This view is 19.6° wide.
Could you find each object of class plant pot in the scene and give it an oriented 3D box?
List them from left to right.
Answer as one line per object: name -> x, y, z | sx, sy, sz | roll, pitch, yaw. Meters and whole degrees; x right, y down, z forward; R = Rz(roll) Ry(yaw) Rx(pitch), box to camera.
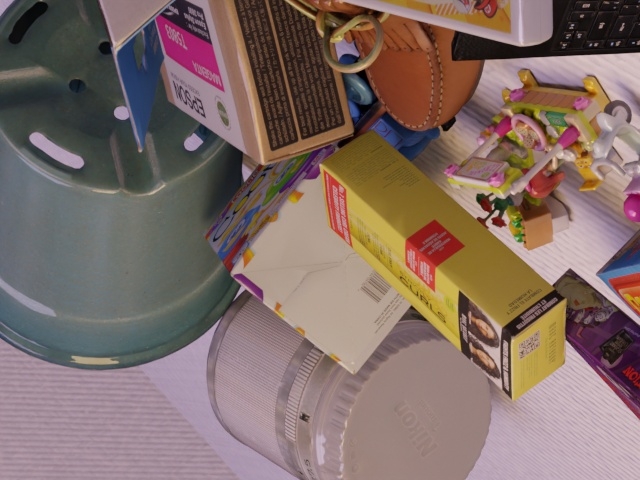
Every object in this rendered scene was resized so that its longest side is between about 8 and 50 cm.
plant pot -> -0.218, -0.088, 1.889 | 0.341, 0.341, 0.334 | 43, 155, 12

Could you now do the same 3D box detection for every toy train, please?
toy train -> 0.055, -0.116, 1.541 | 0.105, 0.080, 0.184 | 38, 163, -4

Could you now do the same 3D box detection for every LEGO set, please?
LEGO set -> 0.153, -0.042, 1.408 | 0.132, 0.107, 0.287 | 47, 164, -3

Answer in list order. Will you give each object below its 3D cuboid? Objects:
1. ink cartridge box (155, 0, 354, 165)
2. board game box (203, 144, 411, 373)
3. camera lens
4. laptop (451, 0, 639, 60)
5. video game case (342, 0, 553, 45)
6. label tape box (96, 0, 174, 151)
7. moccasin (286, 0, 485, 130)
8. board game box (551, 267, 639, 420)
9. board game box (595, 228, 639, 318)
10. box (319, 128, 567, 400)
ink cartridge box -> -0.074, -0.186, 1.517 | 0.235, 0.088, 0.193 | 34, 142, 60
board game box -> 0.000, 0.000, 1.679 | 0.142, 0.144, 0.275 | 39, 180, -10
camera lens -> 0.024, 0.158, 2.005 | 0.274, 0.219, 0.219 | 24, 153, 51
laptop -> 0.221, -0.104, 1.033 | 0.234, 0.264, 0.136 | 100, 166, -69
video game case -> 0.039, -0.222, 0.980 | 0.227, 0.026, 0.206 | 23, 123, 50
label tape box -> -0.111, -0.258, 1.218 | 0.240, 0.106, 0.333 | -92, -13, -69
moccasin -> 0.024, -0.203, 1.273 | 0.139, 0.147, 0.380 | 37, 161, 29
board game box -> 0.319, 0.176, 1.452 | 0.347, 0.056, 0.208 | 45, -175, -34
board game box -> 0.331, 0.093, 1.197 | 0.302, 0.086, 0.308 | 45, 179, 3
box -> 0.093, 0.016, 1.438 | 0.232, 0.058, 0.087 | 45, 158, 32
